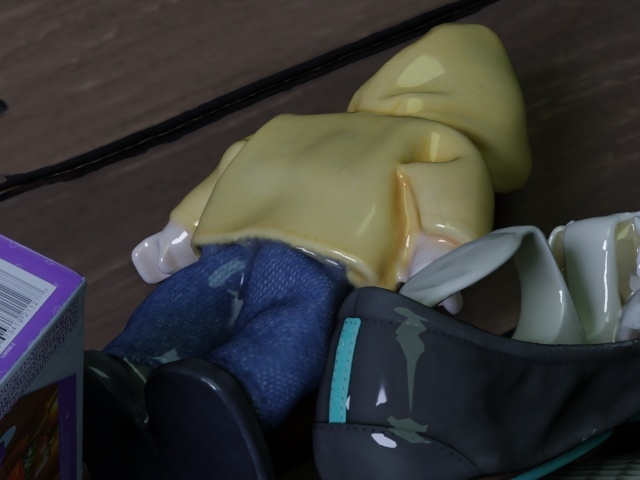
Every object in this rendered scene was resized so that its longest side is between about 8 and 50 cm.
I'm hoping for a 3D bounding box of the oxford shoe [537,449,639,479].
[{"bbox_3d":[0.154,0.147,0.700,0.449,0.169,0.130,-7,91,-24],"label":"oxford shoe"}]

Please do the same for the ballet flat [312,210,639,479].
[{"bbox_3d":[0.104,0.039,0.720,0.280,0.095,0.096,-7,90,-51],"label":"ballet flat"}]

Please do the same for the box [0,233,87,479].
[{"bbox_3d":[-0.176,0.156,0.581,0.057,0.201,0.293,26,51,14],"label":"box"}]

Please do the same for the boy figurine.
[{"bbox_3d":[0.000,0.000,0.802,0.177,0.092,0.285,0,33,36],"label":"boy figurine"}]
